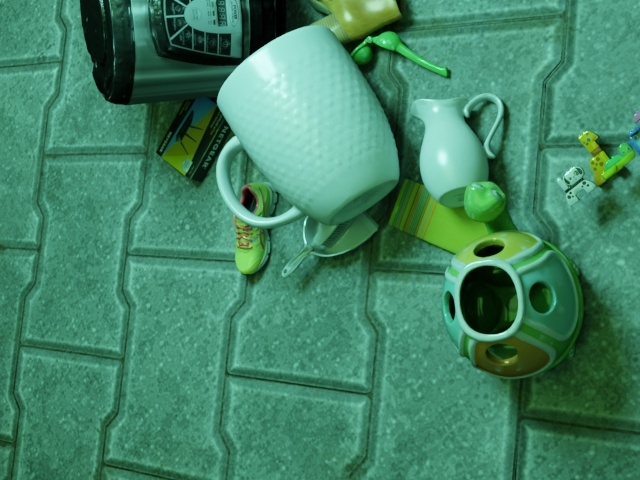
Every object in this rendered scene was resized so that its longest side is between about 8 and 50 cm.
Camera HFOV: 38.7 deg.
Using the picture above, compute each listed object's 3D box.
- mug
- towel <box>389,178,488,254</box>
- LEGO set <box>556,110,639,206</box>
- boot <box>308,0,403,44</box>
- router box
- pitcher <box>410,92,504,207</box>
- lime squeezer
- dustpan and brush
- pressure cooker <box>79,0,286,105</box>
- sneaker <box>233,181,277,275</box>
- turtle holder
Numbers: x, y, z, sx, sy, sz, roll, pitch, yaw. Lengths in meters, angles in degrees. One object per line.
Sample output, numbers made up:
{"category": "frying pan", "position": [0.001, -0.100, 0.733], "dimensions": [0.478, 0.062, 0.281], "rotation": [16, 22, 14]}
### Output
{"category": "mug", "position": [-0.041, -0.180, 1.806], "dimensions": [0.374, 0.276, 0.328], "rotation": [-36, 78, 13]}
{"category": "towel", "position": [0.246, -0.034, 1.770], "dimensions": [0.237, 0.021, 0.102], "rotation": [25, 102, 30]}
{"category": "LEGO set", "position": [0.502, -0.167, 1.590], "dimensions": [0.227, 0.087, 0.093], "rotation": [-41, 80, 20]}
{"category": "boot", "position": [0.060, -0.549, 1.922], "dimensions": [0.211, 0.104, 0.295], "rotation": [-21, 68, 16]}
{"category": "router box", "position": [-0.286, -0.244, 2.104], "dimensions": [0.133, 0.046, 0.178], "rotation": [36, 102, 30]}
{"category": "pitcher", "position": [0.271, -0.178, 1.725], "dimensions": [0.178, 0.125, 0.207], "rotation": [-14, 64, 13]}
{"category": "lime squeezer", "position": [0.115, -0.370, 1.887], "dimensions": [0.311, 0.059, 0.109], "rotation": [-6, 112, 30]}
{"category": "dustpan and brush", "position": [0.000, 0.000, 1.886], "dimensions": [0.211, 0.060, 0.147], "rotation": [-49, 62, 15]}
{"category": "pressure cooker", "position": [-0.271, -0.484, 1.917], "dimensions": [0.370, 0.421, 0.375], "rotation": [120, 136, -56]}
{"category": "sneaker", "position": [-0.158, -0.029, 1.967], "dimensions": [0.082, 0.094, 0.208], "rotation": [6, 88, 30]}
{"category": "turtle holder", "position": [0.330, 0.077, 1.572], "dimensions": [0.243, 0.227, 0.320], "rotation": [18, 92, 28]}
